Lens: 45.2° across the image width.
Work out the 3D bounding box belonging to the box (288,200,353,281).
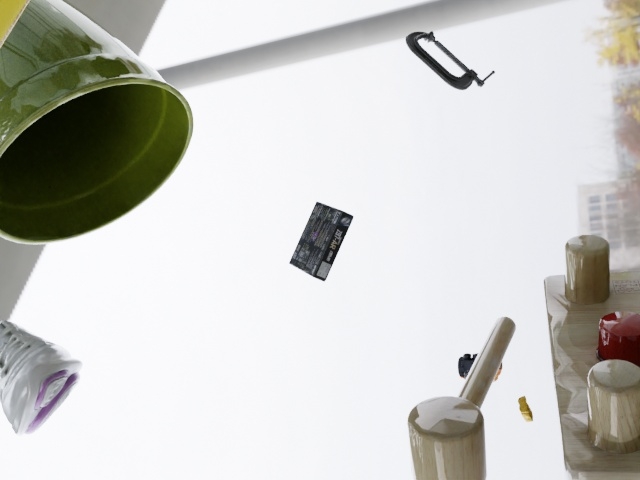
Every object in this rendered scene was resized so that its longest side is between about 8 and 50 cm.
[{"bbox_3d":[0.000,0.000,0.896,0.018,0.067,0.083,24,-90,-30],"label":"box"}]

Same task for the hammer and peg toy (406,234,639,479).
[{"bbox_3d":[0.250,0.089,0.587,0.266,0.361,0.128,-66,-31,-60],"label":"hammer and peg toy"}]

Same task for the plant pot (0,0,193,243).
[{"bbox_3d":[-0.461,-0.245,1.286,0.353,0.366,0.366,52,-164,20],"label":"plant pot"}]

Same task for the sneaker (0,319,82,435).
[{"bbox_3d":[-0.405,0.172,1.013,0.152,0.305,0.114,44,-115,-10],"label":"sneaker"}]

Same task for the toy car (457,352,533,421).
[{"bbox_3d":[0.212,0.184,0.935,0.041,0.060,0.122,58,-172,-36],"label":"toy car"}]

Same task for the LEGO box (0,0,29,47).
[{"bbox_3d":[-0.342,-0.261,0.430,0.193,0.500,0.372,46,-163,25],"label":"LEGO box"}]

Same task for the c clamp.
[{"bbox_3d":[0.221,-0.314,1.341,0.160,0.022,0.137,40,-137,0],"label":"c clamp"}]
